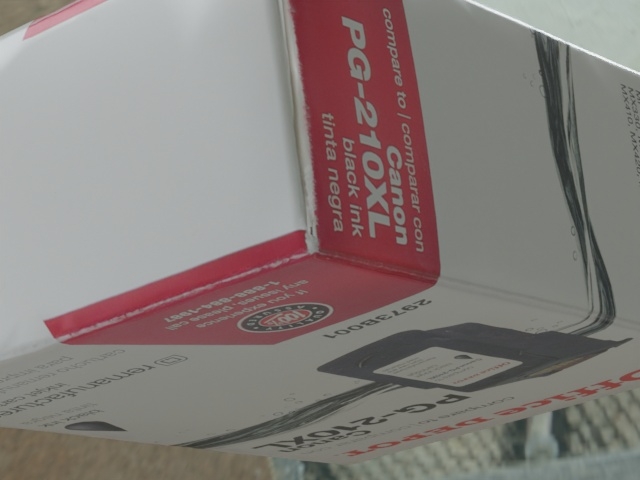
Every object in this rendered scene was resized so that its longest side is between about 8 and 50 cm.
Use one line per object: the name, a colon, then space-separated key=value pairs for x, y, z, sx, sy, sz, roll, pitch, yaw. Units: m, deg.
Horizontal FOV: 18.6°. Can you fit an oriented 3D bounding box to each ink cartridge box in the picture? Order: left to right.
ink cartridge box: x=0.000 y=0.000 z=0.620 sx=0.172 sy=0.237 sz=0.100 roll=-19 pitch=-110 yaw=34
